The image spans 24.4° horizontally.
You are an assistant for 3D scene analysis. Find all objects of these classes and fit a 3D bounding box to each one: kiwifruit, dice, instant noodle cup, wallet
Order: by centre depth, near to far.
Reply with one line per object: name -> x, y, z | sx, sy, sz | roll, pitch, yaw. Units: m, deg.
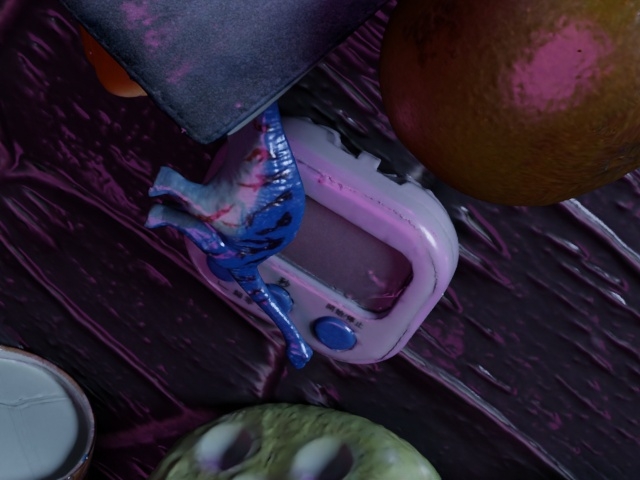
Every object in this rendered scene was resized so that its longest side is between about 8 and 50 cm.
wallet -> -0.131, -0.233, 0.890 | 0.191, 0.046, 0.379 | -36, 117, 24
kiwifruit -> 0.143, -0.121, 0.914 | 0.234, 0.196, 0.196 | -32, 110, 34
dice -> -0.029, 0.319, 1.353 | 0.250, 0.254, 0.252 | 3, 131, 29
instant noodle cup -> -0.336, 0.250, 1.474 | 0.243, 0.243, 0.231 | 26, 129, 4

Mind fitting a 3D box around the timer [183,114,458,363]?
timer -> 0.000, 0.000, 1.183 | 0.208, 0.069, 0.191 | 32, 135, 1

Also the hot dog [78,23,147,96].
hot dog -> -0.141, -0.250, 0.989 | 0.100, 0.135, 0.337 | -6, 135, -11

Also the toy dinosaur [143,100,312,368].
toy dinosaur -> -0.069, -0.031, 1.102 | 0.144, 0.076, 0.329 | 14, 132, 11
